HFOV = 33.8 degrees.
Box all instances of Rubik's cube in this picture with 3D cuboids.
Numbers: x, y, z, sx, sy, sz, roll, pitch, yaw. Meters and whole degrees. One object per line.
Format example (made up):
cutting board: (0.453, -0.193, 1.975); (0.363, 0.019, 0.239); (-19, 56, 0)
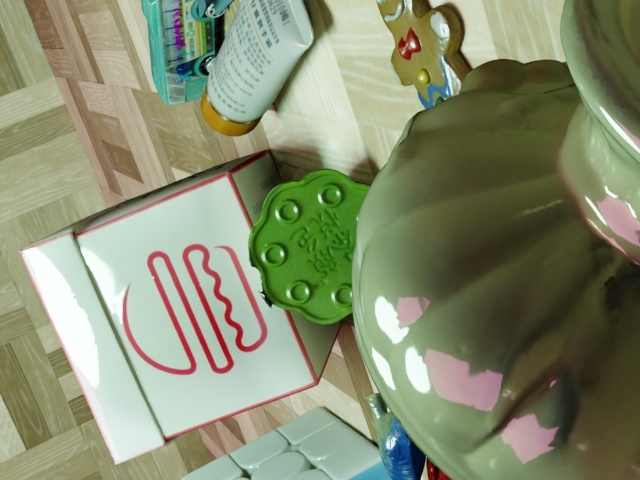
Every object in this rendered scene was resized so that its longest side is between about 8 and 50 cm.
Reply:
Rubik's cube: (-0.019, 0.495, 1.738); (0.291, 0.290, 0.292); (21, 135, 64)

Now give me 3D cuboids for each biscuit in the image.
biscuit: (0.098, -0.167, 0.977); (0.205, 0.031, 0.138); (66, 162, 1)

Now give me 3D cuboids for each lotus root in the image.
lotus root: (0.000, 0.000, 1.283); (0.186, 0.186, 0.186); (53, 159, 32)

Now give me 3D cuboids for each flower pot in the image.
flower pot: (0.184, -0.010, 0.576); (0.307, 0.307, 0.244); (56, 144, 25)

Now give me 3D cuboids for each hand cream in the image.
hand cream: (-0.080, -0.237, 1.293); (0.314, 0.089, 0.140); (134, 119, -66)

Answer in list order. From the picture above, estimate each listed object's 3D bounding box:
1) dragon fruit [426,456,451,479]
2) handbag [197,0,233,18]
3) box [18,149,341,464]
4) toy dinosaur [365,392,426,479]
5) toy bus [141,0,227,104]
dragon fruit: (0.180, 0.288, 1.207); (0.344, 0.100, 0.282); (90, 170, -54)
handbag: (-0.145, -0.390, 1.263); (0.144, 0.057, 0.221); (160, 96, -77)
box: (-0.172, 0.073, 1.452); (0.314, 0.299, 0.312); (-56, -56, -77)
toy dinosaur: (0.111, 0.262, 1.233); (0.248, 0.075, 0.188); (101, 156, -61)
toy bus: (-0.193, -0.303, 1.490); (0.262, 0.109, 0.091); (96, 150, -56)
